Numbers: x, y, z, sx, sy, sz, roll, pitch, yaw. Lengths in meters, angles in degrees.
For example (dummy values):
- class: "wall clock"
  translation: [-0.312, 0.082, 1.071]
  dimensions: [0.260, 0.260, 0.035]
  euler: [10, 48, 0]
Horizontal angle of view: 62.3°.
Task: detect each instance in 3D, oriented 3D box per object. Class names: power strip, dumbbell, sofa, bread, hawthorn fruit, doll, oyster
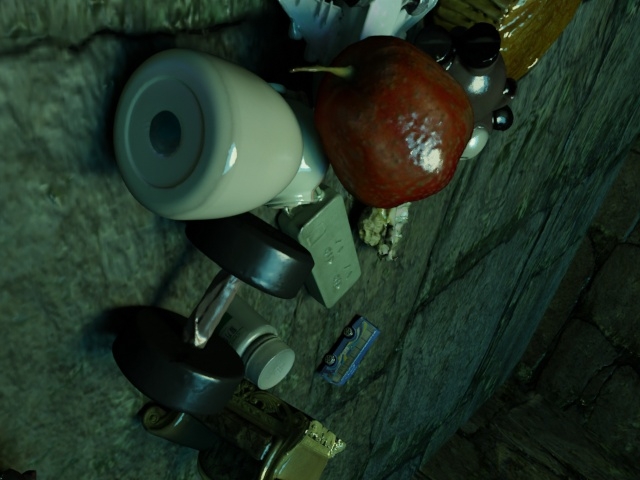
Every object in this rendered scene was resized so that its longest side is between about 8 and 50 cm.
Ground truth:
- class: "power strip"
  translation: [0.000, 0.000, 0.811]
  dimensions: [0.093, 0.053, 0.288]
  euler: [-44, 148, -16]
- class: "dumbbell"
  translation: [-0.123, 0.073, 0.622]
  dimensions: [0.218, 0.152, 0.152]
  euler: [-57, 148, 4]
- class: "sofa"
  translation: [-0.115, 0.307, 0.759]
  dimensions: [0.182, 0.258, 0.200]
  euler: [-59, 152, -20]
- class: "bread"
  translation: [0.281, -0.360, 0.763]
  dimensions: [0.253, 0.142, 0.227]
  euler: [-52, 156, -8]
- class: "hawthorn fruit"
  translation: [0.057, -0.134, 0.524]
  dimensions: [0.162, 0.163, 0.203]
  euler: [-50, 128, -7]
- class: "doll"
  translation: [0.186, -0.198, 0.733]
  dimensions: [0.257, 0.182, 0.117]
  euler: [65, 32, -68]
- class: "oyster"
  translation: [0.113, -0.025, 0.934]
  dimensions: [0.209, 0.072, 0.132]
  euler: [-25, 135, -69]

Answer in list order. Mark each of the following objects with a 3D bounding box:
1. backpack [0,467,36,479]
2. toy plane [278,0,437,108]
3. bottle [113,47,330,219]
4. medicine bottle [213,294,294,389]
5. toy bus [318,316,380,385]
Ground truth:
- class: "backpack"
  translation: [-0.346, 0.318, 0.573]
  dimensions: [0.106, 0.120, 0.165]
  euler: [-24, 171, -43]
- class: "toy plane"
  translation: [0.042, -0.241, 0.592]
  dimensions: [0.251, 0.101, 0.255]
  euler: [-9, 128, -34]
- class: "bottle"
  translation: [-0.073, -0.097, 0.545]
  dimensions: [0.236, 0.147, 0.147]
  euler: [-6, 125, -60]
- class: "medicine bottle"
  translation: [-0.102, 0.139, 0.731]
  dimensions: [0.080, 0.130, 0.080]
  euler: [-33, 142, -30]
- class: "toy bus"
  translation: [0.061, 0.231, 1.102]
  dimensions: [0.153, 0.061, 0.051]
  euler: [-56, 154, -1]
